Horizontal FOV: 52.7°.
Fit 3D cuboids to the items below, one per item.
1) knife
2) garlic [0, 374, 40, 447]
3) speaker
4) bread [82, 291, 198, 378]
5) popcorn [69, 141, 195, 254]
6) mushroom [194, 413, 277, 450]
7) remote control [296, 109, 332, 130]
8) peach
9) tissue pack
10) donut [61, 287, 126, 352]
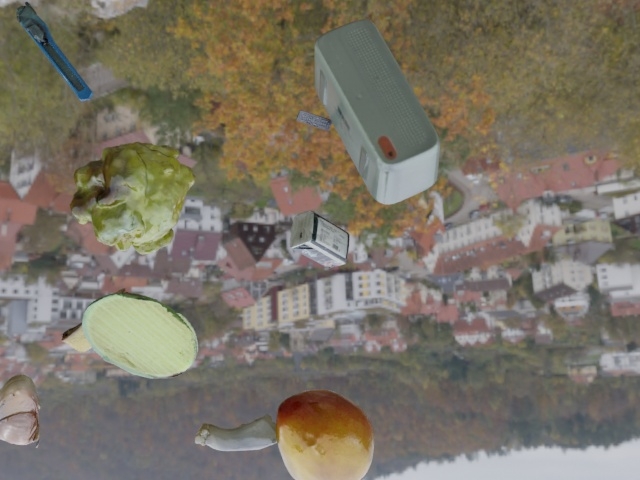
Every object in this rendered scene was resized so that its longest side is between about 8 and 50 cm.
[{"bbox_3d":[-0.562,-0.401,1.361,0.044,0.296,0.026,-36,163,-16],"label":"knife"},{"bbox_3d":[-0.618,0.352,1.323,0.099,0.124,0.174,10,122,-20],"label":"garlic"},{"bbox_3d":[0.126,-0.304,1.507,0.183,0.406,0.184,-24,161,-5],"label":"speaker"},{"bbox_3d":[-0.444,0.233,1.605,0.301,0.045,0.301,6,129,7],"label":"bread"},{"bbox_3d":[-0.491,-0.128,1.713,0.312,0.312,0.312,-2,167,0],"label":"popcorn"},{"bbox_3d":[-0.238,0.584,1.939,0.278,0.096,0.099,0,-149,-21],"label":"mushroom"},{"bbox_3d":[-0.016,-0.298,1.599,0.091,0.016,0.034,14,118,-24],"label":"remote control"},{"bbox_3d":[0.012,0.564,1.867,0.289,0.308,0.289,-8,-155,4],"label":"peach"},{"bbox_3d":[0.000,-0.001,1.782,0.090,0.103,0.170,-11,152,35],"label":"tissue pack"},{"bbox_3d":[-0.677,0.242,2.037,0.152,0.101,0.259,-28,-169,39],"label":"donut"}]
